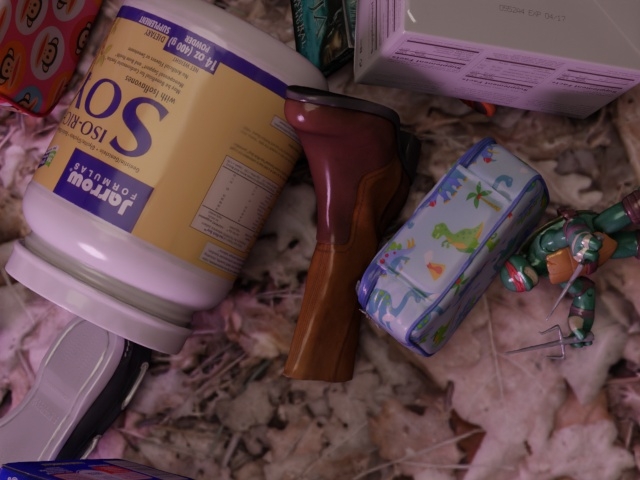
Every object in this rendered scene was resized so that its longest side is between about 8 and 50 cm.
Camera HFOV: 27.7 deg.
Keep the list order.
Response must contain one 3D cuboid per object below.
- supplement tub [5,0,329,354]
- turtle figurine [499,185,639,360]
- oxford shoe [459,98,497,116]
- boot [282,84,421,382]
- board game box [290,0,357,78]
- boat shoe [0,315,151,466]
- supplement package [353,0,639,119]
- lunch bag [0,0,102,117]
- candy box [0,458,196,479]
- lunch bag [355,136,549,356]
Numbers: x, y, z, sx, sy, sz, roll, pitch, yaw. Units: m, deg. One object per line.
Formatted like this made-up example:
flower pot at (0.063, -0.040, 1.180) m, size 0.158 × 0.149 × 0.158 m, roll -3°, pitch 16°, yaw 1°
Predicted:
supplement tub at (-0.162, -0.073, 1.361) m, size 0.241 × 0.241 × 0.331 m, roll 27°, pitch 89°, yaw 15°
turtle figurine at (0.268, 0.017, 1.306) m, size 0.234 × 0.175 × 0.118 m, roll -27°, pitch 60°, yaw 0°
oxford shoe at (0.126, -0.256, 1.399) m, size 0.098 × 0.097 × 0.271 m, roll -34°, pitch 77°, yaw 0°
boot at (0.000, 0.000, 1.308) m, size 0.096 × 0.264 × 0.280 m, roll 16°, pitch 85°, yaw 18°
board game box at (0.003, -0.278, 1.418) m, size 0.026 × 0.126 × 0.186 m, roll -3°, pitch 79°, yaw -26°
boat shoe at (-0.296, 0.217, 1.429) m, size 0.302 × 0.091 × 0.114 m, roll -48°, pitch 56°, yaw 5°
supplement package at (0.180, -0.254, 1.293) m, size 0.262 × 0.145 × 0.204 m, roll 7°, pitch 75°, yaw -17°
lunch bag at (-0.337, -0.294, 1.421) m, size 0.120 × 0.258 × 0.293 m, roll 19°, pitch 87°, yaw 14°
candy box at (-0.249, 0.389, 1.306) m, size 0.122 × 0.268 × 0.317 m, roll 14°, pitch 86°, yaw 18°
lunch bag at (0.137, 0.012, 1.319) m, size 0.090 × 0.176 × 0.219 m, roll 38°, pitch 90°, yaw 19°
